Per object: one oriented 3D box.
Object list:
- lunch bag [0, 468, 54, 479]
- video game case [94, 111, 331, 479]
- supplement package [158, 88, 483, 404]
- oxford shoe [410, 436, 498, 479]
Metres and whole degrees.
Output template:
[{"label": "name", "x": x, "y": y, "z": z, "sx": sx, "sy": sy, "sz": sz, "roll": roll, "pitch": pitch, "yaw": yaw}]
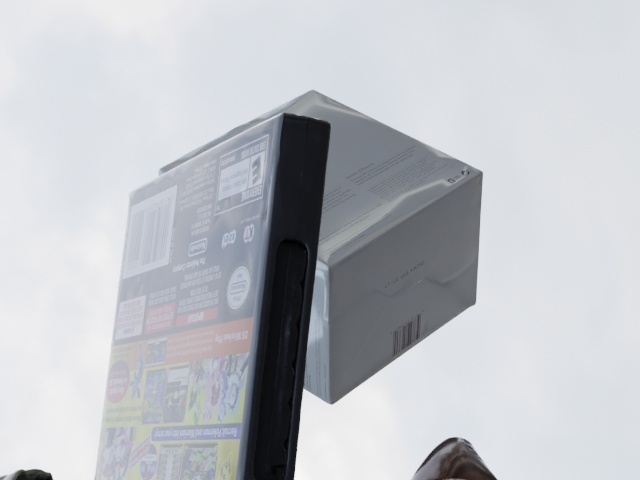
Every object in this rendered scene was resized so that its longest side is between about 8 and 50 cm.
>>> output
[{"label": "lunch bag", "x": -0.289, "y": 0.321, "z": 1.240, "sx": 0.169, "sy": 0.235, "sz": 0.287, "roll": 17, "pitch": -122, "yaw": -50}, {"label": "video game case", "x": -0.070, "y": 0.075, "z": 0.946, "sx": 0.035, "sy": 0.275, "sz": 0.248, "roll": 10, "pitch": -100, "yaw": -21}, {"label": "supplement package", "x": 0.000, "y": 0.000, "z": 1.453, "sx": 0.194, "sy": 0.203, "sz": 0.149, "roll": -31, "pitch": -45, "yaw": -36}, {"label": "oxford shoe", "x": 0.104, "y": 0.250, "z": 1.050, "sx": 0.098, "sy": 0.096, "sz": 0.271, "roll": -74, "pitch": -21, "yaw": -64}]
